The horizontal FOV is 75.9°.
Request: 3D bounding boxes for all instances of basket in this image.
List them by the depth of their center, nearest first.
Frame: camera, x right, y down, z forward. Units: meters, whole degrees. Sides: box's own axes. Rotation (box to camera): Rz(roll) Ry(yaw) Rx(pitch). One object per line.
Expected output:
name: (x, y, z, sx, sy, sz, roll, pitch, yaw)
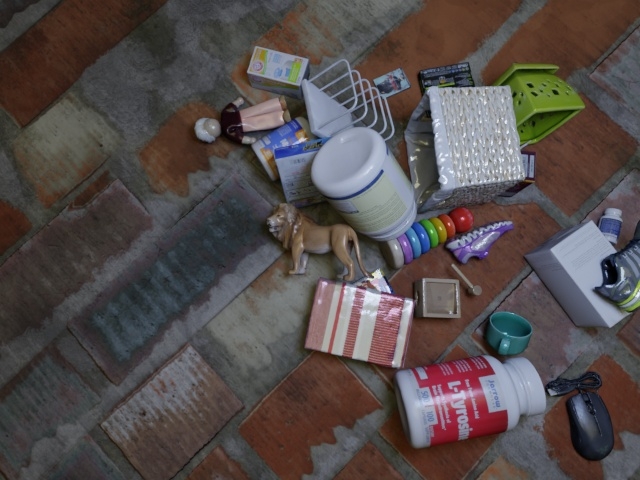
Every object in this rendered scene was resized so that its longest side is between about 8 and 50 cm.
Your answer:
basket: (0.450, -0.282, 1.338, 0.267, 0.328, 0.330, -4, 81, -2)

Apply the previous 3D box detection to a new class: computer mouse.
computer mouse: (0.864, 0.578, 1.325, 0.189, 0.072, 0.271, -12, 81, -2)

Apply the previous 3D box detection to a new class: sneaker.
sneaker: (0.918, 0.055, 1.213, 0.122, 0.111, 0.299, 26, 77, 7)
sneaker: (0.556, 0.007, 1.414, 0.237, 0.095, 0.104, -25, 88, 2)

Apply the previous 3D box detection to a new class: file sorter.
file sorter: (0.101, -0.428, 1.355, 0.173, 0.278, 0.192, -20, 71, 31)

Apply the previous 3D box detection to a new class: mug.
mug: (0.598, 0.313, 1.336, 0.158, 0.129, 0.097, -12, 122, -24)

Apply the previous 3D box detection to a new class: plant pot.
plant pot: (0.691, -0.464, 1.392, 0.228, 0.228, 0.206, -9, 75, -20)

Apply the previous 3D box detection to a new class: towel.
towel: (0.128, 0.270, 1.347, 0.330, 0.037, 0.236, 13, 81, 2)

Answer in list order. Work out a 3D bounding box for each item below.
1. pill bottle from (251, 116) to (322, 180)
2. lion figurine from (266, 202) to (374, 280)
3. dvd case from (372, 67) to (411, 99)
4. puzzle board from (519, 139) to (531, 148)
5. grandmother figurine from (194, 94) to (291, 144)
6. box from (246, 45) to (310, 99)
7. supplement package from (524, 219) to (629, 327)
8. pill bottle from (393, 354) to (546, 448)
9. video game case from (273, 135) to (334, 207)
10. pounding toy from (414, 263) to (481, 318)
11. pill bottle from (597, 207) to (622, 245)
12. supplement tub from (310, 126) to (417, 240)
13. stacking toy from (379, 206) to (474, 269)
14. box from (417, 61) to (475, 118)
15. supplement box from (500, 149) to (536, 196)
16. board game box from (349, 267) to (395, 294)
pill bottle: (-0.092, -0.337, 1.442, 0.272, 0.152, 0.152, -32, 82, -3)
lion figurine: (0.000, 0.000, 1.355, 0.393, 0.142, 0.239, 4, 88, 25)
dvd case: (0.269, -0.589, 1.544, 0.120, 0.013, 0.087, -24, 82, -3)
puzzle board: (0.663, -0.306, 1.435, 0.097, 0.128, 0.011, -31, 91, -4)
grandmother figurine: (-0.287, -0.436, 1.489, 0.343, 0.104, 0.207, -16, 59, -3)
box: (-0.153, -0.614, 1.510, 0.204, 0.103, 0.114, 16, 82, 3)
supplement package: (0.860, 0.114, 1.343, 0.178, 0.175, 0.292, -33, 82, -6)
pill bottle: (0.450, 0.485, 1.269, 0.409, 0.229, 0.228, -11, 81, 0)
video game case: (-0.001, -0.228, 1.381, 0.270, 0.244, 0.061, -12, 54, -1)
pounding toy: (0.428, 0.173, 1.391, 0.206, 0.094, 0.180, 4, 76, -8)
pill bottle: (0.999, -0.047, 1.419, 0.067, 0.067, 0.120, 19, 83, 4)
supplement tub: (0.145, -0.159, 1.260, 0.236, 0.325, 0.235, -18, 52, 25)
stacking toy: (0.374, -0.021, 1.407, 0.331, 0.141, 0.141, -21, 82, -8)
box: (0.473, -0.554, 1.520, 0.191, 0.045, 0.183, -11, 84, -1)
supplement box: (0.647, -0.222, 1.391, 0.081, 0.188, 0.103, 7, 81, 4)
board game box: (0.164, 0.224, 1.399, 0.194, 0.060, 0.194, -28, 83, -3)
